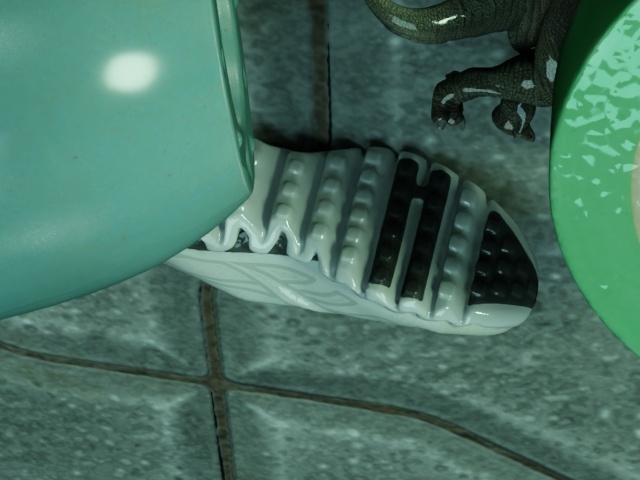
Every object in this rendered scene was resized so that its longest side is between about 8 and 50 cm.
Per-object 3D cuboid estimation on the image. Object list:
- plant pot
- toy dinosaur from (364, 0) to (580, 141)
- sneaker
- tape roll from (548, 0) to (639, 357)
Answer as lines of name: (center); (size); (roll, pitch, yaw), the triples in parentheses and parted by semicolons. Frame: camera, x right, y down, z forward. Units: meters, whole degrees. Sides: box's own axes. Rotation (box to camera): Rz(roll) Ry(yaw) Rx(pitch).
plant pot: (-0.162, -0.096, 0.988); (0.235, 0.293, 0.293); (-8, 141, 2)
toy dinosaur: (0.162, -0.102, 1.026); (0.313, 0.121, 0.160); (32, 119, -12)
sneaker: (0.000, 0.000, 1.211); (0.292, 0.110, 0.118); (17, 152, 9)
tape roll: (0.276, -0.046, 0.927); (0.321, 0.077, 0.321); (5, 127, 6)
